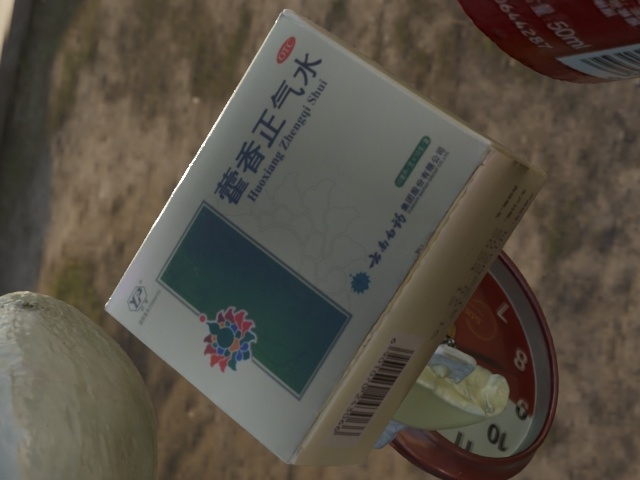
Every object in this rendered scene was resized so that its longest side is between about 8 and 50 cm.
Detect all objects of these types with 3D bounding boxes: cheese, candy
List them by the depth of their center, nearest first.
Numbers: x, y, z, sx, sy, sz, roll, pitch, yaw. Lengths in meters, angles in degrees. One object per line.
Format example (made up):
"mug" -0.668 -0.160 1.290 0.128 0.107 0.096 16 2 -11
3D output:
"cheese" 0.069 0.130 1.190 0.235 0.127 0.049 -50 18 59
"candy" -0.226 0.186 1.195 0.295 0.185 0.295 167 90 -80

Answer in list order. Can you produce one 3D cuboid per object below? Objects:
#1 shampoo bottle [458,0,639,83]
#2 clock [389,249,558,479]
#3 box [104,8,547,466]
"shampoo bottle" 0.170 -0.109 0.453 0.314 0.118 0.076 -2 58 58
"clock" 0.132 0.112 1.536 0.080 0.318 0.318 -31 56 41
"box" 0.000 0.000 0.832 0.168 0.095 0.212 37 100 30
